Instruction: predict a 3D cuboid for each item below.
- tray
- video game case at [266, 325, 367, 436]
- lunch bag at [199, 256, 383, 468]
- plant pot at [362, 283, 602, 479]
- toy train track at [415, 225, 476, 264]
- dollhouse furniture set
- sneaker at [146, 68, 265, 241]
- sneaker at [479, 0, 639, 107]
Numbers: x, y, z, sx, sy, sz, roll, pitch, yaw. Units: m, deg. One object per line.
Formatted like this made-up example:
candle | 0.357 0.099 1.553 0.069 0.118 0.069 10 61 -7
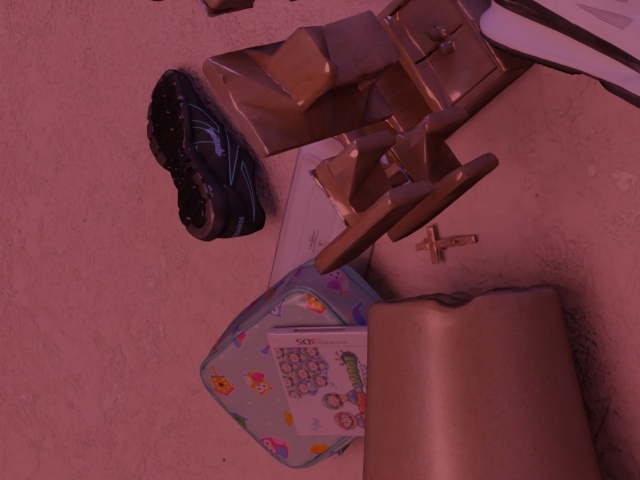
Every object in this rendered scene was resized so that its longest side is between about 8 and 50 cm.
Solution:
tray | 0.000 0.000 2.064 0.145 0.030 0.270 29 120 28
video game case | 0.018 0.175 1.957 0.143 0.019 0.157 -3 120 25
lunch bag | -0.009 0.164 2.049 0.224 0.108 0.279 43 132 -7
plant pot | 0.177 0.211 1.827 0.333 0.334 0.306 -6 89 39
toy train track | 0.156 0.003 1.953 0.083 0.014 0.048 -9 91 34
dollhouse furniture set | 0.014 -0.160 1.764 0.256 0.394 0.362 -42 77 39
sneaker | -0.154 -0.111 2.116 0.101 0.106 0.267 -47 54 43
sneaker | 0.363 -0.273 1.598 0.447 0.169 0.258 24 120 34
